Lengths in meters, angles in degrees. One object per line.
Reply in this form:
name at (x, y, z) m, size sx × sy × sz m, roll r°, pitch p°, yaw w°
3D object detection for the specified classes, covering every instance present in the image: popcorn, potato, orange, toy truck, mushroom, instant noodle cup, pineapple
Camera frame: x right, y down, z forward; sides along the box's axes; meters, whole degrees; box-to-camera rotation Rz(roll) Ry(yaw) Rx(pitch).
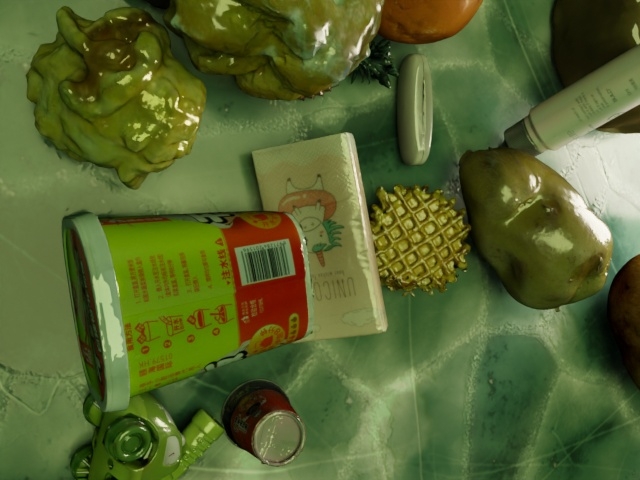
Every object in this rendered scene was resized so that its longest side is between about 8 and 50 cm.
popcorn at (-0.282, -0.192, 0.942) m, size 0.256 × 0.255 × 0.195 m, roll 20°, pitch 43°, yaw 13°
potato at (0.376, -0.030, 1.208) m, size 0.218 × 0.202 × 0.351 m, roll -44°, pitch 100°, yaw -23°
orange at (0.164, -0.436, 1.082) m, size 0.239 × 0.240 × 0.240 m, roll -1°, pitch 94°, yaw -20°
toy truck at (-0.267, 0.328, 1.028) m, size 0.210 × 0.148 × 0.187 m, roll 32°, pitch 84°, yaw -40°
mushroom at (0.728, 0.173, 1.320) m, size 0.345 × 0.259 × 0.346 m, roll -1°, pitch 94°, yaw -20°
instant noodle cup at (-0.189, 0.074, 0.983) m, size 0.307 × 0.294 × 0.294 m, roll -9°, pitch 96°, yaw -26°
instant noodle cup at (-0.086, 0.299, 1.087) m, size 0.127 × 0.135 × 0.127 m, roll -1°, pitch 92°, yaw -20°
pineapple at (0.022, -0.281, 1.117) m, size 0.221 × 0.103 × 0.083 m, roll -18°, pitch 133°, yaw -20°

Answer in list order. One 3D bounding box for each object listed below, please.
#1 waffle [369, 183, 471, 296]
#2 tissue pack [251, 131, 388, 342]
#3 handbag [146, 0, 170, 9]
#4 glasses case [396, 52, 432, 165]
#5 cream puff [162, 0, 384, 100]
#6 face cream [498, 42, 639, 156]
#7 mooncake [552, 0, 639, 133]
waffle at (0.164, 0.000, 1.184) m, size 0.192 × 0.070 × 0.197 m, roll 0°, pitch 95°, yaw -4°
tissue pack at (0.000, 0.000, 1.100) m, size 0.170 × 0.071 × 0.326 m, roll -8°, pitch 97°, yaw 15°
handbag at (-0.248, -0.494, 0.992) m, size 0.223 × 0.080 × 0.247 m, roll 32°, pitch 101°, yaw -16°
glasses case at (0.164, -0.228, 1.183) m, size 0.049 × 0.074 × 0.194 m, roll -3°, pitch 94°, yaw -17°
cream puff at (-0.083, -0.367, 0.931) m, size 0.378 × 0.275 × 0.379 m, roll -9°, pitch 103°, yaw -47°
face cream at (0.442, -0.224, 1.196) m, size 0.092 × 0.311 × 0.092 m, roll 33°, pitch 42°, yaw -35°
mooncake at (0.643, -0.393, 1.287) m, size 0.378 × 0.200 × 0.379 m, roll -2°, pitch 95°, yaw -21°
